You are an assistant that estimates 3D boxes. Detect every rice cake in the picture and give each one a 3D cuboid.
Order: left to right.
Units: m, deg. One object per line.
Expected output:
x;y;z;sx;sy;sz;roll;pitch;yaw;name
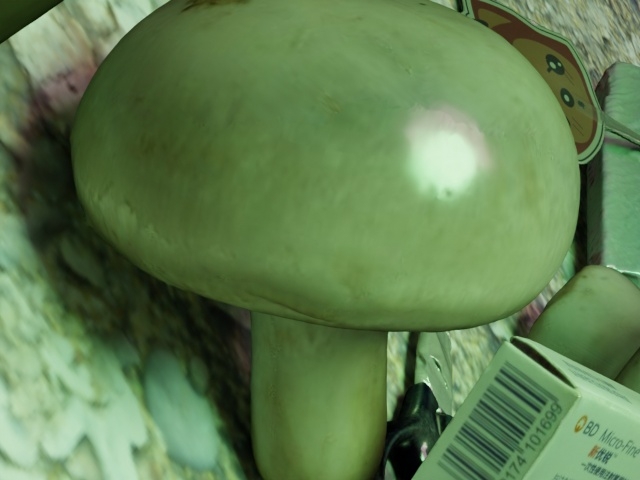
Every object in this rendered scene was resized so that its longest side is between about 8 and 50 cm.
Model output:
0.216;-0.032;1.281;0.290;0.051;0.081;-76;167;-52;rice cake

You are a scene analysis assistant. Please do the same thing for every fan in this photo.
0.180;-0.097;1.233;0.220;0.009;0.132;26;43;-25;fan

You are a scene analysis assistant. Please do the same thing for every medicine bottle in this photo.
0.101;0.143;0.765;0.052;0.171;0.201;37;7;39;medicine bottle

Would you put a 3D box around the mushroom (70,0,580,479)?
0.000;0.000;0.720;0.207;0.207;0.215;-41;138;-64;mushroom

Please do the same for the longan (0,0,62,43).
-0.160;-0.168;0.445;0.297;0.297;0.297;43;33;-37;longan

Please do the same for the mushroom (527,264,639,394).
0.211;0.104;0.996;0.243;0.243;0.243;43;33;-37;mushroom

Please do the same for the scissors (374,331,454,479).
0.057;0.076;0.906;0.109;0.022;0.300;51;27;-33;scissors
